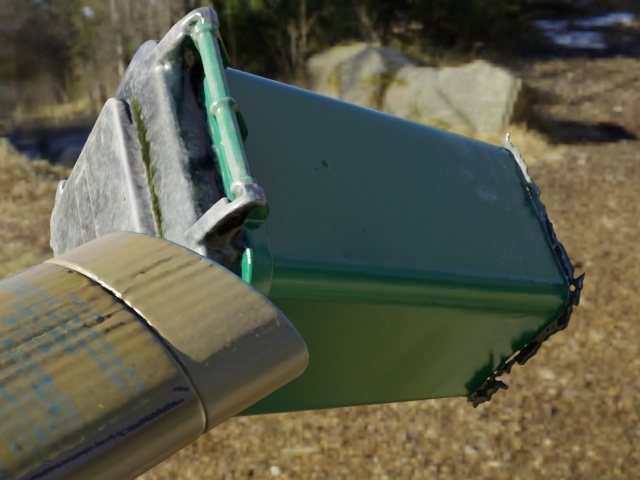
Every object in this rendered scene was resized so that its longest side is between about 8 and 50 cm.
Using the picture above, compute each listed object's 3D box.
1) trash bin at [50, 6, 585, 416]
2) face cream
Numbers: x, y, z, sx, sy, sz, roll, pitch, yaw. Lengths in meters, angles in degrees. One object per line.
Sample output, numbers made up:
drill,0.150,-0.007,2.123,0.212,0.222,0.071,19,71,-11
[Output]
trash bin,0.000,0.000,0.930,0.381,0.295,0.259,4,52,-31
face cream,-0.148,0.077,0.532,0.139,0.067,0.285,36,43,28
